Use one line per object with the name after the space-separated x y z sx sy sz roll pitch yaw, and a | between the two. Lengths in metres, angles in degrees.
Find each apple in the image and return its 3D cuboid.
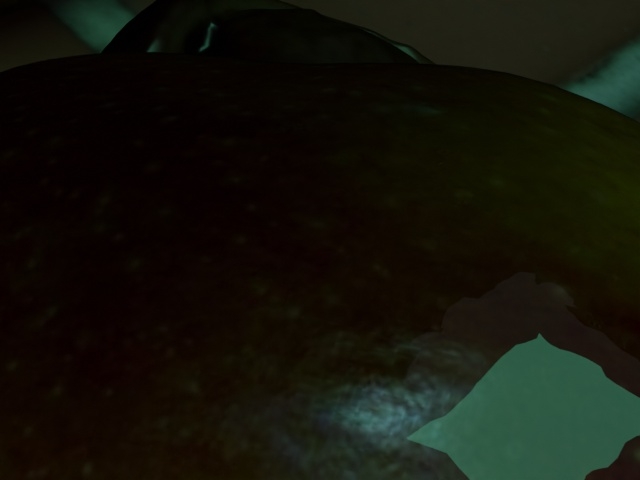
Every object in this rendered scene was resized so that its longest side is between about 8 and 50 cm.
-0.001 0.090 0.514 0.317 0.288 0.288 13 37 11 | apple

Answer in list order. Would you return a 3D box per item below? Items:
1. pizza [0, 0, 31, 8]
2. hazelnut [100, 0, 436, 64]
-0.247 -0.201 0.839 0.409 0.114 0.277 7 49 -30 | pizza
0.000 -0.008 0.722 0.202 0.160 0.170 2 83 -14 | hazelnut
